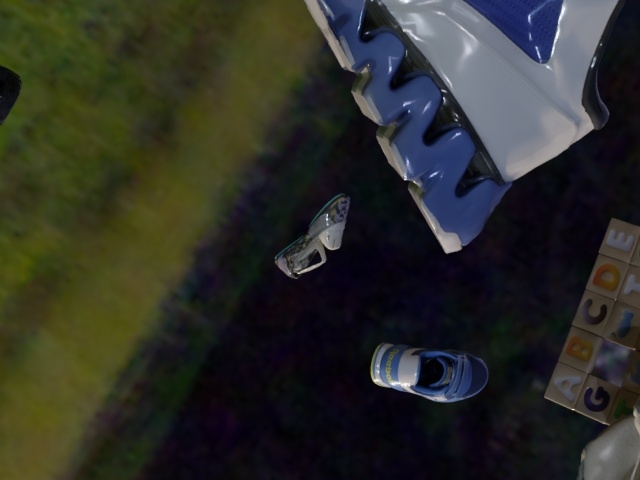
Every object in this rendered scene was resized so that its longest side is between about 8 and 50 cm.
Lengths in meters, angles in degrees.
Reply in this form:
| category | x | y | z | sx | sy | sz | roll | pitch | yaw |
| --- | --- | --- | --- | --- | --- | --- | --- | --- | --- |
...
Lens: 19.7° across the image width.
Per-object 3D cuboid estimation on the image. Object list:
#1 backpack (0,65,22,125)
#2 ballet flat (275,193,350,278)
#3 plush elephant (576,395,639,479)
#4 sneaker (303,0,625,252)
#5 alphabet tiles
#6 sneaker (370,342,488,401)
| category | x | y | z | sx | sy | sz | roll | pitch | yaw |
| --- | --- | --- | --- | --- | --- | --- | --- | --- | --- |
| backpack | -0.437 | -0.165 | 2.021 | 0.152 | 0.182 | 0.115 | -58 | -164 | 11 |
| ballet flat | 0.000 | 0.000 | 1.870 | 0.114 | 0.041 | 0.041 | -45 | -177 | 31 |
| plush elephant | 0.342 | 0.266 | 1.619 | 0.255 | 0.272 | 0.330 | -43 | 167 | 28 |
| sneaker | 0.074 | -0.171 | 1.033 | 0.182 | 0.315 | 0.127 | -28 | -168 | -1 |
| alphabet tiles | 0.339 | 0.077 | 1.810 | 0.009 | 0.198 | 0.237 | 19 | 92 | -49 |
| sneaker | 0.116 | 0.130 | 1.772 | 0.059 | 0.144 | 0.053 | 2 | -94 | 49 |
